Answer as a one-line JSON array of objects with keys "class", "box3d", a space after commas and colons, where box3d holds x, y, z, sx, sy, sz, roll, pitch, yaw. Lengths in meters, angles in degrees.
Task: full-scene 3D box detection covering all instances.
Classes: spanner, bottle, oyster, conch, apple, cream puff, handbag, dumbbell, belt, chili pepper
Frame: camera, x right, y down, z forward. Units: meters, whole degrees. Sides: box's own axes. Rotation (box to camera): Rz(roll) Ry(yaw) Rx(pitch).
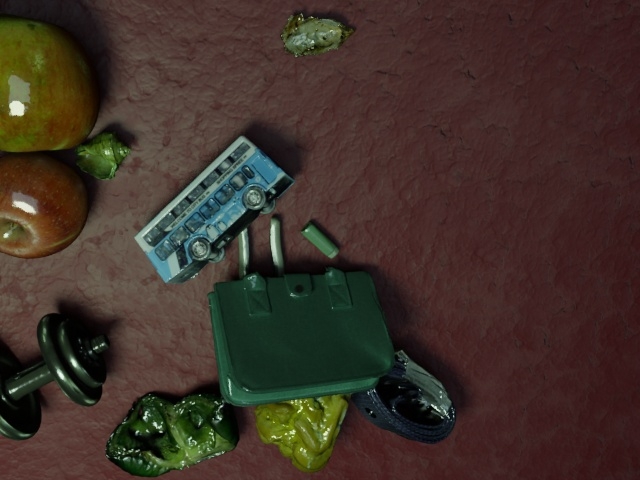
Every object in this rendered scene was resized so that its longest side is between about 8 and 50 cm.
[{"class": "spanner", "box3d": [-0.112, 0.113, 1.467, 0.095, 0.040, 0.325, -4, 103, -6]}, {"class": "bottle", "box3d": [0.000, 0.000, 1.457, 0.083, 0.030, 0.030, 43, 96, -16]}, {"class": "oyster", "box3d": [-0.007, -0.375, 1.361, 0.132, 0.029, 0.086, 15, 108, -14]}, {"class": "conch", "box3d": [-0.398, -0.153, 1.343, 0.121, 0.074, 0.089, -6, 83, 17]}, {"class": "apple", "box3d": [-0.494, -0.264, 1.237, 0.246, 0.246, 0.226, 0, 101, -7]}, {"class": "cream puff", "box3d": [-0.041, 0.351, 1.456, 0.194, 0.195, 0.221, 4, 129, -8]}, {"class": "handbag", "box3d": [-0.035, 0.173, 1.376, 0.326, 0.089, 0.239, -4, 64, -22]}, {"class": "dumbbell", "box3d": [-0.525, 0.254, 1.371, 0.289, 0.192, 0.192, -28, 106, 0]}, {"class": "belt", "box3d": [0.163, 0.324, 1.515, 0.230, 0.126, 0.140, 36, 69, -15]}, {"class": "chili pepper", "box3d": [-0.296, 0.385, 1.487, 0.264, 0.116, 0.148, -19, 117, -2]}, {"class": "apple", "box3d": [-0.513, -0.067, 1.304, 0.201, 0.162, 0.201, 5, 135, 5]}]

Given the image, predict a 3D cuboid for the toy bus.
[{"class": "toy bus", "box3d": [-0.195, -0.053, 1.368, 0.297, 0.106, 0.131, -43, 80, 4]}]
